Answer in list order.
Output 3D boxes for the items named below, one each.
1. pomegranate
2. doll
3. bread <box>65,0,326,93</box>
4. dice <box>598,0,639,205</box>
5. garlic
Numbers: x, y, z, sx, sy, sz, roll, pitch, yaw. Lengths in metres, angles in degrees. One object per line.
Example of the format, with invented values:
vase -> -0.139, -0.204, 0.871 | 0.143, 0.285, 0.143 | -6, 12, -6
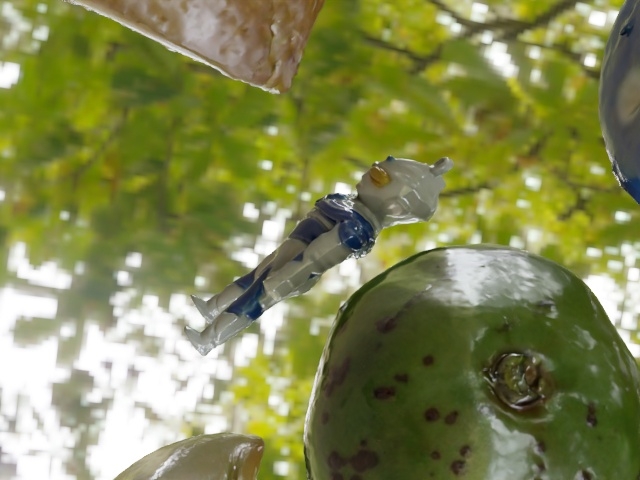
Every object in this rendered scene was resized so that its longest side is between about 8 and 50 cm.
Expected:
pomegranate -> 0.104, 0.131, 1.210 | 0.270, 0.254, 0.254 | 96, -7, -71
doll -> 0.000, 0.000, 1.299 | 0.227, 0.057, 0.114 | -31, -172, 9
bread -> -0.034, -0.154, 0.631 | 0.172, 0.132, 0.103 | -64, -170, 6
dice -> 0.250, -0.089, 1.020 | 0.146, 0.146, 0.143 | 123, -29, -44
garlic -> -0.139, 0.257, 1.733 | 0.143, 0.112, 0.318 | -53, 172, 14
